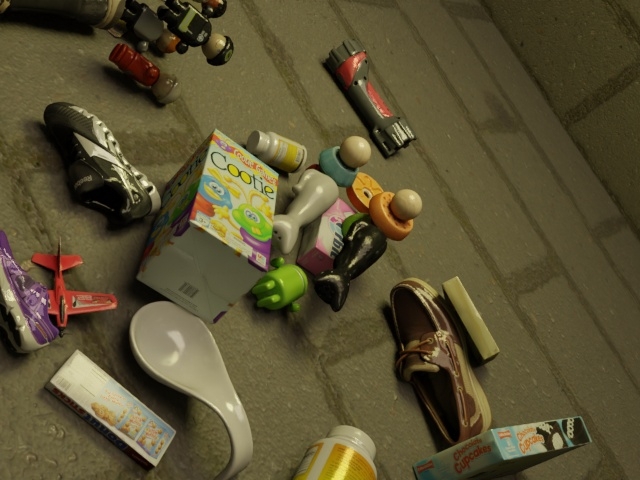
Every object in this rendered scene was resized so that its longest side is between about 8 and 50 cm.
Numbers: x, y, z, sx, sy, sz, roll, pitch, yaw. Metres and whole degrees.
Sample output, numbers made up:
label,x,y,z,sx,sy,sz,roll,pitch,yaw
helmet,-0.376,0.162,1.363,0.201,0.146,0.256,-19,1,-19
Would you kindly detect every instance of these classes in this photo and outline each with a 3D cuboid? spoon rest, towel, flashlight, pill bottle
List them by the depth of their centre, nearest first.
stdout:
label,x,y,z,sx,sy,sz,roll,pitch,yaw
spoon rest,-0.176,0.206,1.062,0.137,0.084,0.276,-19,75,-53
pill bottle,0.012,0.375,1.092,0.117,0.117,0.215,46,36,-8
towel,-0.404,-0.427,1.423,0.083,0.009,0.060,44,37,-11
pill bottle,-0.090,-0.183,1.509,0.116,0.065,0.065,19,46,-38
flashlight,0.134,-0.365,1.887,0.304,0.103,0.103,55,33,7

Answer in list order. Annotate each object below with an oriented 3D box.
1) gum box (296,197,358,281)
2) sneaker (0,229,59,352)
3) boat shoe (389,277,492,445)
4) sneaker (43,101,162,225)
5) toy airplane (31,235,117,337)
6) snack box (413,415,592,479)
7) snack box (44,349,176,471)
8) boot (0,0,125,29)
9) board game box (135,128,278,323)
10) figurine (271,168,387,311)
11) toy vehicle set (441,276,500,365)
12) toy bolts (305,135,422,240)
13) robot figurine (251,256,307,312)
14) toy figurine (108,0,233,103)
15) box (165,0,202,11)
label,x,y,z,sx,sy,sz,roll,pitch,yaw
gum box,0.025,-0.005,1.484,0.107,0.062,0.188,36,38,-20
sneaker,-0.391,0.063,0.960,0.071,0.068,0.170,-17,80,-48
boat shoe,0.213,0.233,1.442,0.123,0.123,0.342,-5,69,-51
sneaker,-0.353,-0.115,1.150,0.234,0.078,0.106,49,33,-7
toy airplane,-0.362,0.065,1.023,0.151,0.028,0.151,15,53,-21
snack box,0.344,0.396,1.382,0.322,0.187,0.060,8,54,-45
snack box,-0.275,0.225,0.987,0.178,0.022,0.064,43,35,-11
boot,-0.534,-0.526,1.267,0.284,0.138,0.377,-22,81,-53
board game box,-0.170,-0.030,1.186,0.144,0.142,0.275,35,29,-22
figurine,0.000,0.000,1.322,0.215,0.092,0.209,46,38,-6
toy vehicle set,0.312,0.175,1.549,0.166,0.035,0.267,63,4,16
toy bolts,0.091,-0.116,1.462,0.228,0.158,0.218,36,38,-20
robot figurine,-0.068,0.081,1.302,0.115,0.067,0.101,-22,90,-54
toy figurine,-0.268,-0.383,1.368,0.148,0.213,0.209,34,36,-38
box,-0.324,-0.668,1.625,0.148,0.121,0.311,7,55,-44
